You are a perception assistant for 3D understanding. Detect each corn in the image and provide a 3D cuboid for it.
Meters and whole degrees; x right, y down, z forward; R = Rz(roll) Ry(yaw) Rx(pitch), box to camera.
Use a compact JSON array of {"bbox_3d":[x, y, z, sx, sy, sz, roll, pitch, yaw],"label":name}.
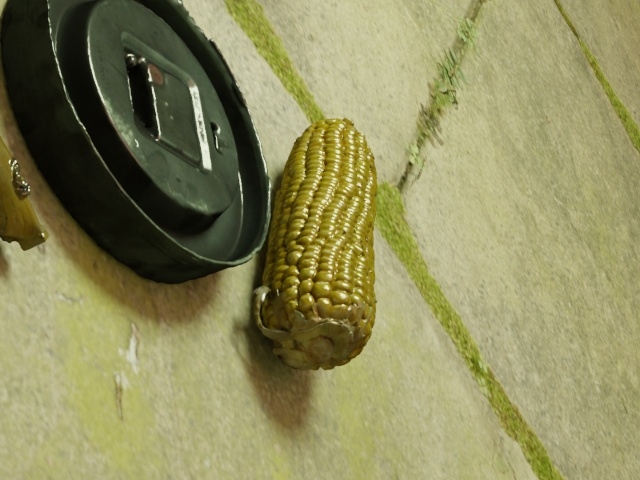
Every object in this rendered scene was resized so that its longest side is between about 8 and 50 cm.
[{"bbox_3d":[0.000,0.000,1.580,0.106,0.106,0.293,50,25,-28],"label":"corn"}]

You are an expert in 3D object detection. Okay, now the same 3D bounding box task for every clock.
[{"bbox_3d":[-0.140,-0.098,1.438,0.280,0.055,0.280,45,30,-35],"label":"clock"}]

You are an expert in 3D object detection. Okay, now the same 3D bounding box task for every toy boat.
[{"bbox_3d":[-0.230,-0.057,1.226,0.149,0.047,0.049,58,25,-10],"label":"toy boat"}]
